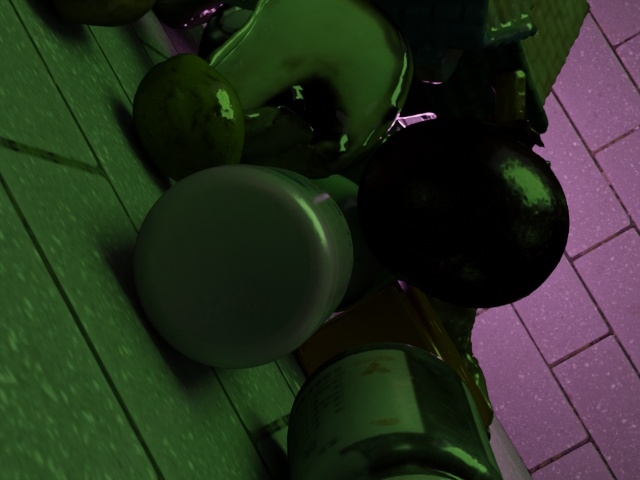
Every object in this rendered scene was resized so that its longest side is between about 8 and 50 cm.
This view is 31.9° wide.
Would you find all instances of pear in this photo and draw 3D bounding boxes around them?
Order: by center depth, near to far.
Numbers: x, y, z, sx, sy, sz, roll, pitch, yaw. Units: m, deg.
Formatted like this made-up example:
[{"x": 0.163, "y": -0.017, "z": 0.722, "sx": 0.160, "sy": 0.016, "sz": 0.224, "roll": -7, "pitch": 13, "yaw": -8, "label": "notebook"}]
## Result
[{"x": -0.128, "y": -0.115, "z": 1.085, "sx": 0.107, "sy": 0.107, "sz": 0.131, "roll": 39, "pitch": 36, "yaw": -70, "label": "pear"}]

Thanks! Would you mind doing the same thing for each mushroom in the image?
[{"x": -0.025, "y": -0.146, "z": 1.273, "sx": 0.217, "sy": 0.212, "sz": 0.292, "roll": 31, "pitch": 41, "yaw": 8, "label": "mushroom"}]

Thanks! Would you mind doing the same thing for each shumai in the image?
[{"x": 0.156, "y": 0.172, "z": 1.733, "sx": 0.346, "sy": 0.217, "sz": 0.283, "roll": 116, "pitch": -22, "yaw": -77, "label": "shumai"}]

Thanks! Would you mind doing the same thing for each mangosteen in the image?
[{"x": 0.169, "y": -0.062, "z": 1.202, "sx": 0.236, "sy": 0.261, "sz": 0.235, "roll": 24, "pitch": 9, "yaw": -4, "label": "mangosteen"}]

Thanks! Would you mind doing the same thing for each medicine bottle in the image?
[{"x": 0.057, "y": 0.201, "z": 0.832, "sx": 0.165, "sy": 0.165, "sz": 0.273, "roll": 57, "pitch": 9, "yaw": -18, "label": "medicine bottle"}, {"x": -0.049, "y": 0.014, "z": 0.907, "sx": 0.152, "sy": 0.152, "sz": 0.254, "roll": 59, "pitch": 8, "yaw": 0, "label": "medicine bottle"}]

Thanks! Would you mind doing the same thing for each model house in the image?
[{"x": 0.174, "y": -0.361, "z": 1.731, "sx": 0.445, "sy": 0.395, "sz": 0.400, "roll": 55, "pitch": 51, "yaw": -47, "label": "model house"}]

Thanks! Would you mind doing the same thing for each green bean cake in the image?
[{"x": -0.154, "y": -0.405, "z": 1.684, "sx": 0.227, "sy": 0.223, "sz": 0.124, "roll": -85, "pitch": 154, "yaw": -81, "label": "green bean cake"}]

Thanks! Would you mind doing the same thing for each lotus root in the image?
[{"x": -0.215, "y": -0.268, "z": 1.082, "sx": 0.221, "sy": 0.118, "sz": 0.125, "roll": -82, "pitch": 158, "yaw": -74, "label": "lotus root"}]

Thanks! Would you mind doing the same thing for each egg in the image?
[{"x": 0.000, "y": 0.000, "z": 1.311, "sx": 0.149, "sy": 0.149, "sz": 0.192, "roll": 55, "pitch": 14, "yaw": -33, "label": "egg"}]

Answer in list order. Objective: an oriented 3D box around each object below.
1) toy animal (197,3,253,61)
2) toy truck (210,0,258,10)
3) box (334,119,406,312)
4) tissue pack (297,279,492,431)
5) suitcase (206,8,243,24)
[{"x": -0.066, "y": -0.214, "z": 1.525, "sx": 0.212, "sy": 0.213, "sz": 0.266, "roll": 55, "pitch": 1, "yaw": -29, "label": "toy animal"}, {"x": -0.156, "y": -0.386, "z": 1.409, "sx": 0.305, "sy": 0.136, "sz": 0.162, "roll": 24, "pitch": -25, "yaw": 36, "label": "toy truck"}, {"x": 0.049, "y": -0.076, "z": 1.629, "sx": 0.178, "sy": 0.253, "sz": 0.328, "roll": 46, "pitch": 11, "yaw": -23, "label": "box"}, {"x": 0.094, "y": 0.167, "z": 1.315, "sx": 0.194, "sy": 0.145, "sz": 0.274, "roll": 59, "pitch": 8, "yaw": 9, "label": "tissue pack"}, {"x": -0.056, "y": -0.400, "z": 1.982, "sx": 0.161, "sy": 0.297, "sz": 0.236, "roll": 45, "pitch": 13, "yaw": -24, "label": "suitcase"}]
